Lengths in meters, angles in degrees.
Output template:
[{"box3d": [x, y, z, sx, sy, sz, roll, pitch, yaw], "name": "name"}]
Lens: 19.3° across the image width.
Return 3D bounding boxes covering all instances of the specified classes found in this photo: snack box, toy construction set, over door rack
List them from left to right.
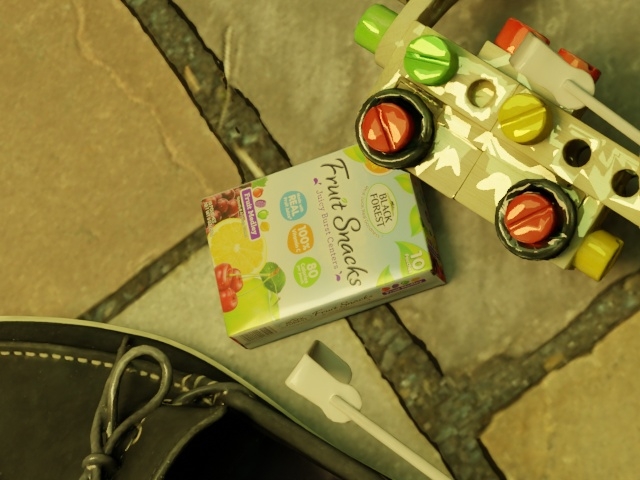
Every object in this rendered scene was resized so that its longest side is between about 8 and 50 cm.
[{"box3d": [0.000, 0.000, 1.208, 0.141, 0.037, 0.100, -18, 68, 14], "name": "snack box"}, {"box3d": [0.147, -0.104, 1.124, 0.327, 0.151, 0.215, 36, 99, 31], "name": "toy construction set"}, {"box3d": [0.159, 0.074, 0.983, 0.324, 0.108, 0.239, 38, 98, 14], "name": "over door rack"}]

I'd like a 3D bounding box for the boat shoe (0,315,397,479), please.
[{"box3d": [-0.089, 0.158, 1.121, 0.500, 0.156, 0.187, 22, 81, 29], "name": "boat shoe"}]
